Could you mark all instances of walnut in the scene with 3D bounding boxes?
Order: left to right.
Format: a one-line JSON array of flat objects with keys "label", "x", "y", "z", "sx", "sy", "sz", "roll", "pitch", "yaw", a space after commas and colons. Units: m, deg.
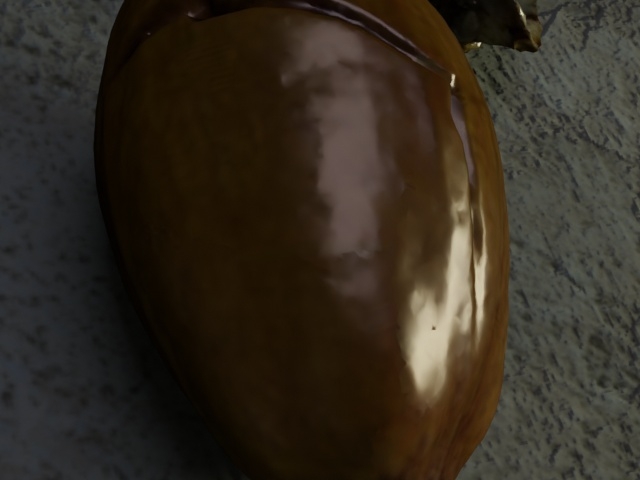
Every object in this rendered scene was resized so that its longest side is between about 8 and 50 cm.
[{"label": "walnut", "x": 0.000, "y": 0.000, "z": 0.677, "sx": 0.209, "sy": 0.209, "sz": 0.336, "roll": -7, "pitch": 66, "yaw": -23}]

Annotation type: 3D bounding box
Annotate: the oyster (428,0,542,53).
[{"label": "oyster", "x": -0.017, "y": -0.243, "z": 0.916, "sx": 0.396, "sy": 0.111, "sz": 0.204, "roll": 30, "pitch": 34, "yaw": 4}]
